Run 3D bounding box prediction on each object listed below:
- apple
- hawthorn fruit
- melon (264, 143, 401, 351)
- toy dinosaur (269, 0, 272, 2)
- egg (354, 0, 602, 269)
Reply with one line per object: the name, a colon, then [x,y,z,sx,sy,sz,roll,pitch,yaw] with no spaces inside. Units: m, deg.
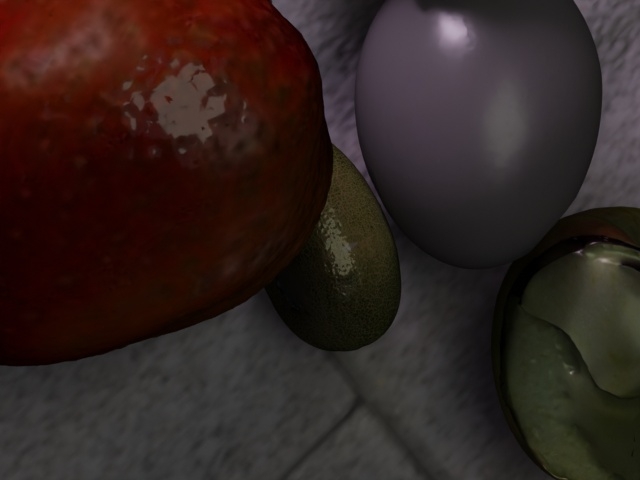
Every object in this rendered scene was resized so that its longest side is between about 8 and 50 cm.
apple: [0.217,0.078,1.364,0.207,0.174,0.188,2,111,-29]
hawthorn fruit: [-0.173,-0.047,1.148,0.369,0.285,0.285,-28,96,-16]
melon: [0.000,0.000,1.314,0.099,0.099,0.162,-21,91,-24]
toy dinosaur: [-0.104,-0.255,1.332,0.108,0.032,0.220,-41,92,-18]
egg: [0.112,-0.092,1.324,0.176,0.176,0.232,10,63,-22]
